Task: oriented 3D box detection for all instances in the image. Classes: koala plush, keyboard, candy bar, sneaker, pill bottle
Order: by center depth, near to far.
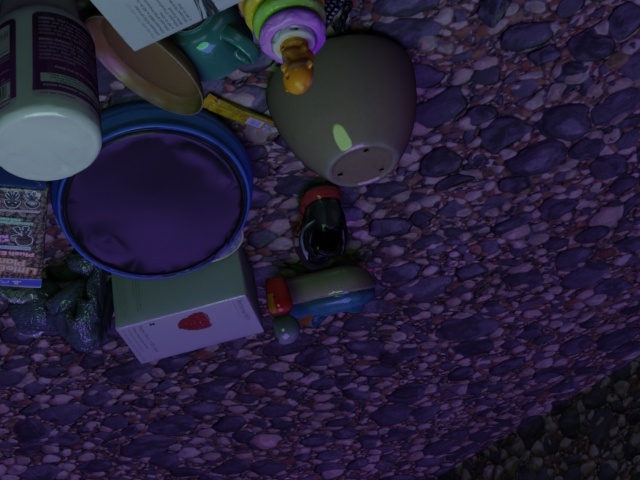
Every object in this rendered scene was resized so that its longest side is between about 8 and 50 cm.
[{"bbox_3d":[-0.431,-0.255,1.636,0.169,0.301,0.169,-8,145,-6],"label":"pill bottle"},{"bbox_3d":[0.007,-0.395,1.827,0.108,0.023,0.180,10,141,-30],"label":"keyboard"},{"bbox_3d":[-0.154,-0.240,2.001,0.161,0.018,0.040,17,140,-37],"label":"candy bar"},{"bbox_3d":[-0.577,0.146,2.293,0.221,0.203,0.196,1,145,1],"label":"koala plush"},{"bbox_3d":[0.000,0.000,2.297,0.098,0.135,0.276,-7,147,-12],"label":"sneaker"}]

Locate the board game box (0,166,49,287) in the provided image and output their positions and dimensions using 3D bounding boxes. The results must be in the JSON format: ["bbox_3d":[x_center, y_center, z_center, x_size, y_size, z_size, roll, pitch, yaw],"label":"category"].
[{"bbox_3d":[-0.558,-0.091,1.885,0.141,0.232,0.291,4,143,-15],"label":"board game box"}]

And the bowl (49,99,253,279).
[{"bbox_3d":[-0.320,-0.085,2.028,0.391,0.077,0.391,-7,129,-9],"label":"bowl"}]

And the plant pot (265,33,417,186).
[{"bbox_3d":[0.057,-0.211,1.940,0.284,0.190,0.284,-11,151,-6],"label":"plant pot"}]

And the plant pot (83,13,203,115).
[{"bbox_3d":[-0.288,-0.298,1.754,0.236,0.032,0.236,28,160,11],"label":"plant pot"}]

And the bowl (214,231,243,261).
[{"bbox_3d":[-0.252,-0.030,2.219,0.170,0.080,0.170,-9,146,-6],"label":"bowl"}]

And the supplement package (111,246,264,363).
[{"bbox_3d":[-0.296,0.130,2.351,0.293,0.175,0.177,-15,145,3],"label":"supplement package"}]

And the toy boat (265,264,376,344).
[{"bbox_3d":[-0.028,0.148,2.405,0.268,0.148,0.318,-14,176,28],"label":"toy boat"}]

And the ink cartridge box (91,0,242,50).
[{"bbox_3d":[-0.179,-0.442,1.516,0.308,0.223,0.129,-22,144,14],"label":"ink cartridge box"}]

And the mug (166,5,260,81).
[{"bbox_3d":[-0.177,-0.344,1.737,0.158,0.129,0.097,-11,146,21],"label":"mug"}]

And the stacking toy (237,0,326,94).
[{"bbox_3d":[-0.050,-0.341,1.634,0.166,0.301,0.175,17,135,-36],"label":"stacking toy"}]
